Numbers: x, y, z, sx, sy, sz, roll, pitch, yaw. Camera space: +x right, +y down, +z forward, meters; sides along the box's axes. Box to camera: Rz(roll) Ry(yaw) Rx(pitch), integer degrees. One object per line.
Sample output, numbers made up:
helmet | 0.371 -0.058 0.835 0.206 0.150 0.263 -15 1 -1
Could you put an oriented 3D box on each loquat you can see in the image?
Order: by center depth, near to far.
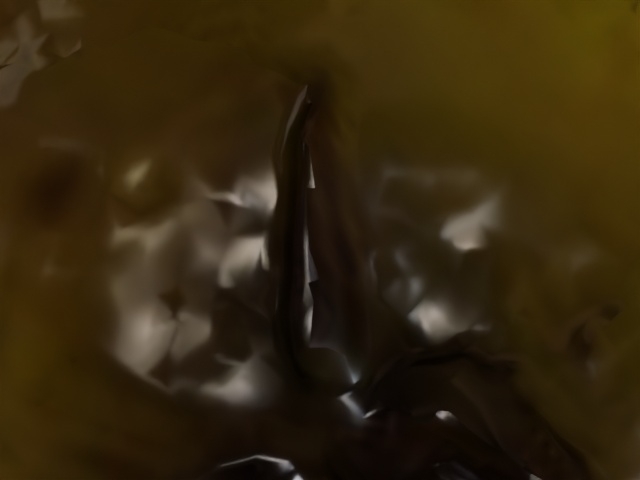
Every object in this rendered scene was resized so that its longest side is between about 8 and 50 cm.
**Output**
loquat | 0.000 0.000 0.571 0.328 0.328 0.359 23 -163 -14
